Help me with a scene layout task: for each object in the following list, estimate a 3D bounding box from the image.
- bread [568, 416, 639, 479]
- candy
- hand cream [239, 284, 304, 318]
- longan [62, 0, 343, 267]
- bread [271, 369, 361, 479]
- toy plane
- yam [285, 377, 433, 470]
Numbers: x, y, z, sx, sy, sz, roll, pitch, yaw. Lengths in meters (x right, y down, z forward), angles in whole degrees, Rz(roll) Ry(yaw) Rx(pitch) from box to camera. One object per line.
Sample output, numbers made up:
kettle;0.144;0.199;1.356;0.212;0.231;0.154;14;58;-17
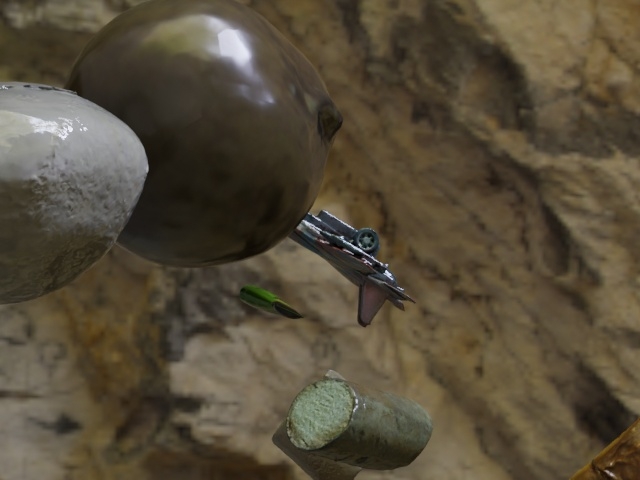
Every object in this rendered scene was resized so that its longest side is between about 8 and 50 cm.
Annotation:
bread;0.329;0.326;1.649;0.294;0.167;0.132;-45;-106;8
candy;-0.280;-0.036;1.243;0.295;0.295;0.185;-10;-92;64
hand cream;-0.058;0.069;1.594;0.023;0.036;0.122;-65;-154;-3
longan;-0.130;-0.116;1.568;0.319;0.319;0.319;-16;-108;63
bread;0.020;0.296;2.203;0.141;0.148;0.134;40;-30;10
toy plane;0.005;-0.005;2.116;0.104;0.326;0.223;-45;178;-8
yam;0.032;0.154;1.186;0.070;0.146;0.069;-11;-111;32
